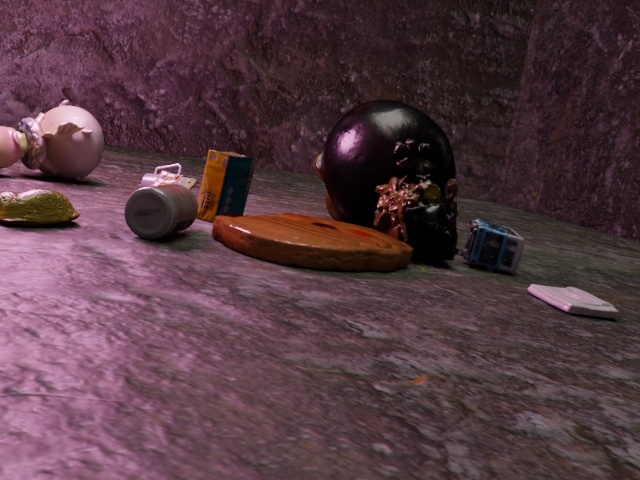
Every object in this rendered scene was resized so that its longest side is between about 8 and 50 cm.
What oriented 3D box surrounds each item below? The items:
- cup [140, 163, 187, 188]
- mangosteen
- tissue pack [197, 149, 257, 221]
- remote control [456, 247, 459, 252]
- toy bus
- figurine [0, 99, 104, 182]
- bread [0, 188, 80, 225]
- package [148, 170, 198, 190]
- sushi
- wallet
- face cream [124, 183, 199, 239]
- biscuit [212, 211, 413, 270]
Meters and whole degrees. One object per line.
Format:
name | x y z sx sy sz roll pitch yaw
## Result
cup | -0.408 -0.156 2.043 0.116 0.104 0.074 9 -9 17
mangosteen | 0.169 -0.191 2.144 0.381 0.382 0.435 7 -8 -21
tissue pack | -0.230 -0.129 1.846 0.082 0.169 0.120 20 12 24
remote control | 0.347 0.021 2.060 0.039 0.014 0.096 10 7 -3
toy bus | 0.431 0.009 1.947 0.130 0.106 0.297 15 8 7
figurine | -0.736 -0.258 1.978 0.394 0.227 0.274 -12 -5 -45
bread | -0.542 -0.068 1.433 0.149 0.065 0.187 9 9 31
package | -0.386 -0.130 1.955 0.120 0.031 0.108 15 53 29
sushi | 0.224 -0.056 1.815 0.203 0.200 0.213 4 2 6
wallet | 0.508 0.118 1.550 0.124 0.032 0.183 6 10 -11
face cream | -0.302 -0.065 1.558 0.101 0.101 0.251 11 9 8
biscuit | 0.000 -0.001 1.640 0.349 0.078 0.455 20 12 32
